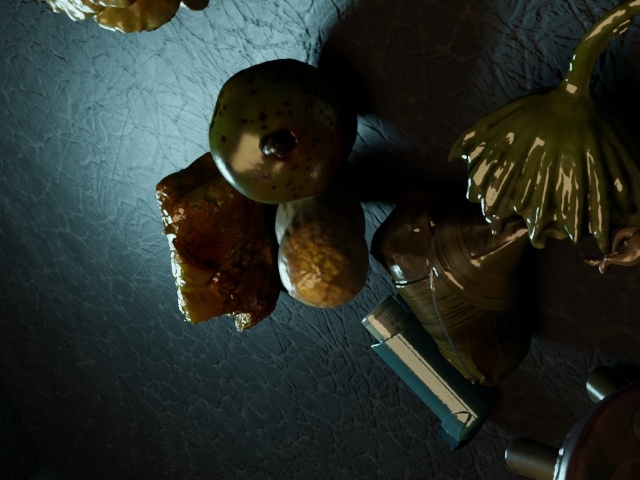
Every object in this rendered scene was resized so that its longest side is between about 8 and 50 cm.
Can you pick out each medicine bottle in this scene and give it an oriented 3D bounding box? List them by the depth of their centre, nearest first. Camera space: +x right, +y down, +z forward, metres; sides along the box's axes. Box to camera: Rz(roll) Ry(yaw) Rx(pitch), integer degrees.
[{"bbox_3d":[0.165,0.200,2.034,0.258,0.079,0.124,47,153,0],"label":"medicine bottle"}]

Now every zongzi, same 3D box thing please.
[{"bbox_3d":[0.230,0.067,1.705,0.300,0.138,0.286,-4,127,56],"label":"zongzi"}]

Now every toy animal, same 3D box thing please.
[{"bbox_3d":[0.384,0.021,1.500,0.220,0.069,0.086,-8,106,50],"label":"toy animal"}]

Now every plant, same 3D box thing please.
[{"bbox_3d":[0.272,-0.156,1.386,0.251,0.180,0.333,12,123,9],"label":"plant"}]

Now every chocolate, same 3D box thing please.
[{"bbox_3d":[0.000,0.000,1.817,0.134,0.134,0.309,58,-168,-20],"label":"chocolate"}]

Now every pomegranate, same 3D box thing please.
[{"bbox_3d":[-0.049,-0.135,1.784,0.198,0.198,0.246,40,165,13],"label":"pomegranate"}]

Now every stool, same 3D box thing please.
[{"bbox_3d":[0.386,0.298,1.675,0.272,0.272,0.178,54,167,-13],"label":"stool"}]

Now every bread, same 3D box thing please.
[{"bbox_3d":[-0.161,0.023,2.151,0.109,0.185,0.380,38,153,31],"label":"bread"}]

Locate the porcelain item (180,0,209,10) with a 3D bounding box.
[{"bbox_3d":[-0.243,-0.362,1.892,0.213,0.054,0.084,14,136,48],"label":"porcelain item"}]

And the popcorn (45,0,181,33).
[{"bbox_3d":[-0.261,-0.407,1.636,0.282,0.282,0.247,36,163,20],"label":"popcorn"}]
